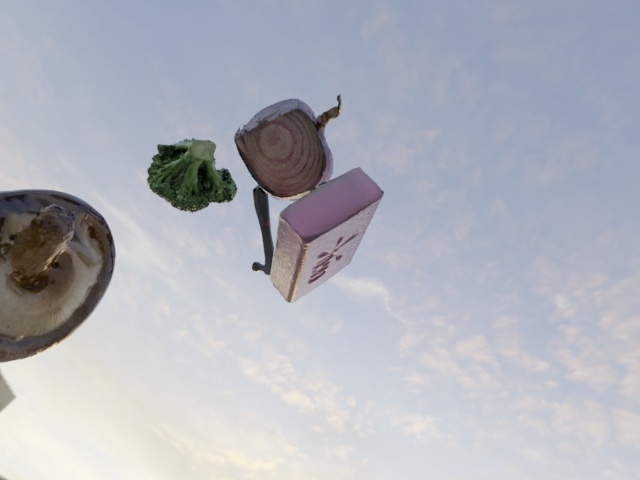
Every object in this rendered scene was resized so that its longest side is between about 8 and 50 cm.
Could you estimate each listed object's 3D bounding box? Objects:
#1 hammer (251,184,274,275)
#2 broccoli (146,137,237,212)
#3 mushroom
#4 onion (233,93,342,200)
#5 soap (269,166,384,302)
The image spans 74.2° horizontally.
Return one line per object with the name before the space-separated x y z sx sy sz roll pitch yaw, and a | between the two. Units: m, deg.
hammer | -0.156 -0.026 1.255 0.137 0.037 0.290 7 -62 23
broccoli | -0.387 -0.207 1.289 0.261 0.269 0.241 5 -26 -24
mushroom | -0.371 0.036 0.512 0.138 0.231 0.194 21 -73 20
onion | -0.073 -0.235 1.098 0.272 0.230 0.256 1 -75 7
soap | 0.001 0.001 0.795 0.081 0.181 0.259 49 -28 19
